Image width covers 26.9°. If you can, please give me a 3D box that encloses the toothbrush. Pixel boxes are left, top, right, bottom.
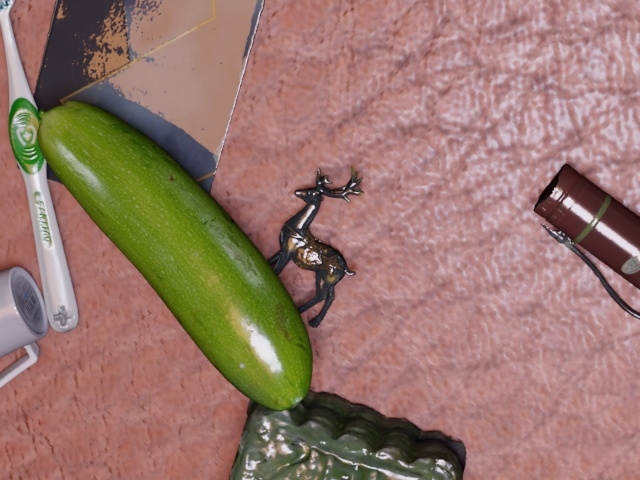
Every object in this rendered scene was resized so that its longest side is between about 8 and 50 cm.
[{"bbox_3d":[-0.229,-0.075,1.053,0.030,0.030,0.304,-8,100,12],"label":"toothbrush"}]

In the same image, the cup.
[{"bbox_3d":[-0.276,0.080,1.072,0.116,0.074,0.104,-21,118,9],"label":"cup"}]

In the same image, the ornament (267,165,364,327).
[{"bbox_3d":[0.000,0.000,1.020,0.073,0.028,0.125,35,105,5],"label":"ornament"}]

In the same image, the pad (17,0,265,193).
[{"bbox_3d":[-0.136,-0.145,1.037,0.163,0.004,0.243,18,101,8],"label":"pad"}]

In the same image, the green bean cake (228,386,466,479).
[{"bbox_3d":[0.007,0.216,1.017,0.181,0.094,0.173,18,101,7],"label":"green bean cake"}]

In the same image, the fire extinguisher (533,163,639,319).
[{"bbox_3d":[0.225,0.012,0.971,0.157,0.045,0.078,36,132,3],"label":"fire extinguisher"}]

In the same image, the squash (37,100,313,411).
[{"bbox_3d":[-0.102,0.003,0.999,0.082,0.082,0.292,-44,79,14],"label":"squash"}]
